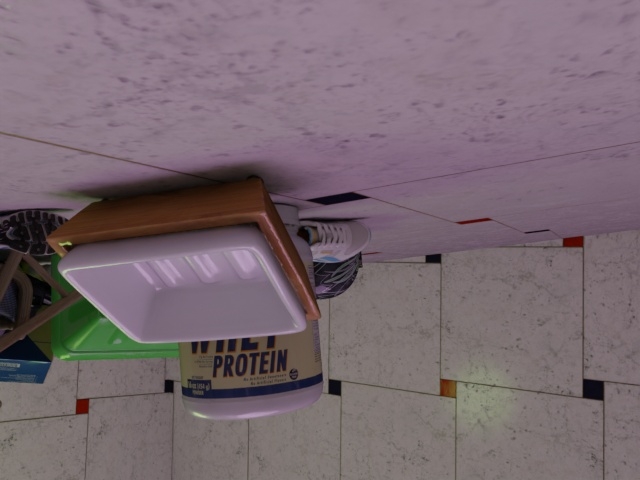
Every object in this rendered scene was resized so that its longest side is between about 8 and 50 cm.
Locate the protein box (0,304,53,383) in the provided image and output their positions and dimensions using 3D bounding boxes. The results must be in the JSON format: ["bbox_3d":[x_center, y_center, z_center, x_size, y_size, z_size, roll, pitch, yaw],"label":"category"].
[{"bbox_3d":[-0.730,0.239,1.372,0.199,0.136,0.201,10,150,-26],"label":"protein box"}]

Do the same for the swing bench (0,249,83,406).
[{"bbox_3d":[-0.588,0.139,0.997,0.253,0.165,0.255,-10,-142,34],"label":"swing bench"}]

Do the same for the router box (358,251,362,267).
[{"bbox_3d":[0.072,0.023,1.470,0.038,0.092,0.122,-7,174,15],"label":"router box"}]

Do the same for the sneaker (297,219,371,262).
[{"bbox_3d":[0.000,0.000,1.195,0.228,0.088,0.092,-7,171,-17],"label":"sneaker"}]

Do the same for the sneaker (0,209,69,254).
[{"bbox_3d":[-0.425,-0.016,0.829,0.162,0.064,0.073,0,-169,-11],"label":"sneaker"}]

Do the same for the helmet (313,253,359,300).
[{"bbox_3d":[0.006,0.052,1.321,0.169,0.170,0.161,-1,-168,-36],"label":"helmet"}]

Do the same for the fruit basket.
[{"bbox_3d":[-0.423,0.133,1.333,0.391,0.283,0.392,-9,159,-3],"label":"fruit basket"}]

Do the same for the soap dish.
[{"bbox_3d":[-0.165,0.032,0.775,0.290,0.118,0.229,-6,141,16],"label":"soap dish"}]

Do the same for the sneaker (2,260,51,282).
[{"bbox_3d":[-0.753,0.094,1.489,0.126,0.091,0.240,3,165,19],"label":"sneaker"}]

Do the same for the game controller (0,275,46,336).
[{"bbox_3d":[-0.716,0.121,1.159,0.319,0.067,0.166,21,116,-47],"label":"game controller"}]

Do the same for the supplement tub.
[{"bbox_3d":[-0.122,0.115,0.991,0.235,0.325,0.235,-5,175,0],"label":"supplement tub"}]

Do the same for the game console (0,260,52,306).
[{"bbox_3d":[-0.768,0.128,1.365,0.341,0.060,0.386,-11,153,14],"label":"game console"}]
